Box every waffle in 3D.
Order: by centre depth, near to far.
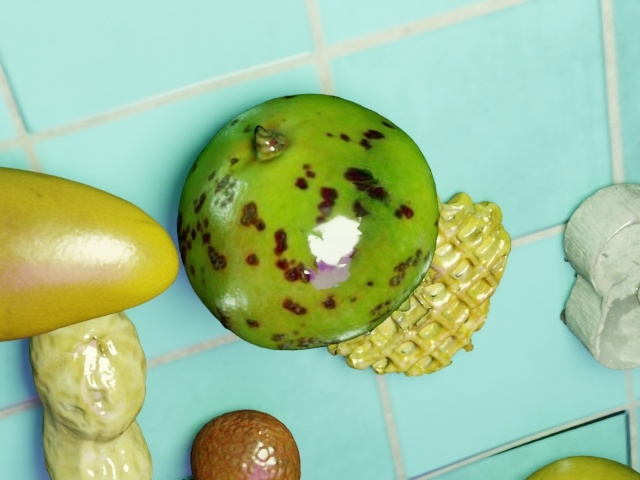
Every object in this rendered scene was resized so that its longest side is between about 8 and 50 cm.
[{"bbox_3d":[0.093,0.044,1.278,0.149,0.051,0.194,7,119,-25],"label":"waffle"}]

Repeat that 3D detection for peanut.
[{"bbox_3d":[-0.195,0.146,1.211,0.098,0.103,0.229,-3,121,-2],"label":"peanut"}]

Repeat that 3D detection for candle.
[{"bbox_3d":[0.314,0.028,1.335,0.168,0.068,0.192,-18,130,-9],"label":"candle"}]

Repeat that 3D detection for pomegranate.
[{"bbox_3d":[0.000,0.000,1.128,0.211,0.211,0.263,-31,138,2],"label":"pomegranate"}]

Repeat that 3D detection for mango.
[{"bbox_3d":[-0.236,0.013,1.088,0.253,0.113,0.139,5,106,-5],"label":"mango"}]

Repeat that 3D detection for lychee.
[{"bbox_3d":[-0.075,0.205,1.301,0.114,0.140,0.101,24,75,-15],"label":"lychee"}]

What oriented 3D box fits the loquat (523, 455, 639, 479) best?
[{"bbox_3d":[0.254,0.328,1.432,0.246,0.213,0.213,-4,123,-16],"label":"loquat"}]
